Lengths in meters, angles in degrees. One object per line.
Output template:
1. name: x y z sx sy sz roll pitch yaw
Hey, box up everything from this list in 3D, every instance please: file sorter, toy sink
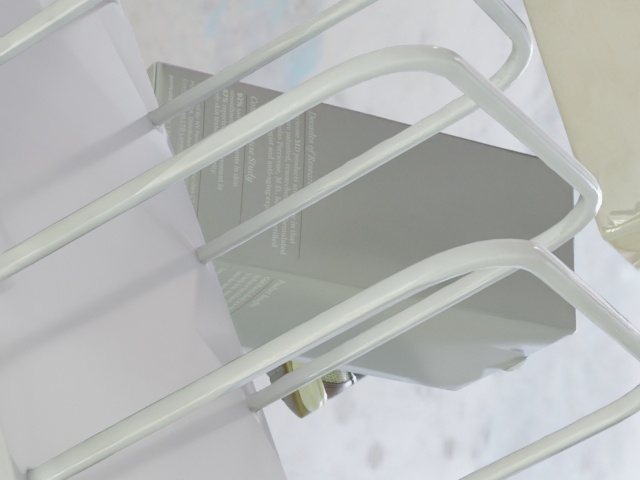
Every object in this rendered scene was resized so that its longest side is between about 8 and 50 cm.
1. file sorter: -0.026 -0.047 0.605 0.193 0.173 0.277 33 33 -59
2. toy sink: 0.255 -0.118 1.349 0.131 0.153 0.234 31 40 -64

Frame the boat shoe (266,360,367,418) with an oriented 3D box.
1. boat shoe: -0.013 0.008 1.140 0.073 0.080 0.223 -25 127 -20

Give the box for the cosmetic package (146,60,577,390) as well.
1. cosmetic package: 0.000 0.000 0.926 0.238 0.127 0.107 10 67 -27
